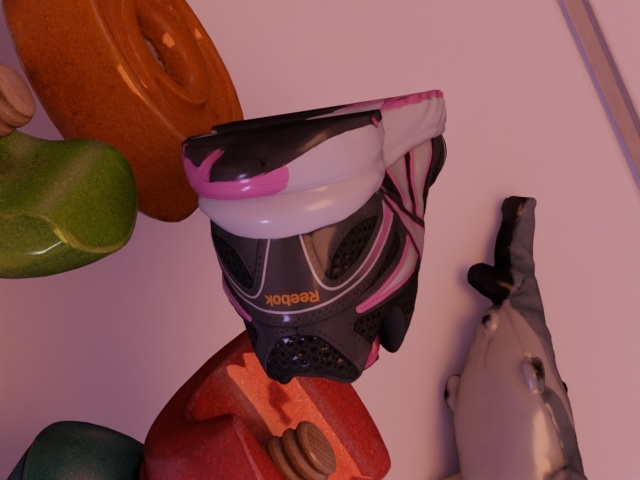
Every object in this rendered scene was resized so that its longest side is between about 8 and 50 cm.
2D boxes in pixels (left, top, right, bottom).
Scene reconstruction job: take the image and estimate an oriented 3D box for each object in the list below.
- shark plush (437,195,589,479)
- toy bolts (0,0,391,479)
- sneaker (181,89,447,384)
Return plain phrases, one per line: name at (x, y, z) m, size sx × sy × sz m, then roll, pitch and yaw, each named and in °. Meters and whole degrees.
shark plush at (0.076, 0.066, 0.749) m, size 0.067 × 0.073 × 0.161 m, roll 12°, pitch 59°, yaw -54°
toy bolts at (-0.099, 0.032, 0.587) m, size 0.228 × 0.158 × 0.218 m, roll 57°, pitch 18°, yaw -9°
sneaker at (0.000, 0.000, 0.561) m, size 0.178 × 0.072 × 0.077 m, roll -31°, pitch 113°, yaw -73°
